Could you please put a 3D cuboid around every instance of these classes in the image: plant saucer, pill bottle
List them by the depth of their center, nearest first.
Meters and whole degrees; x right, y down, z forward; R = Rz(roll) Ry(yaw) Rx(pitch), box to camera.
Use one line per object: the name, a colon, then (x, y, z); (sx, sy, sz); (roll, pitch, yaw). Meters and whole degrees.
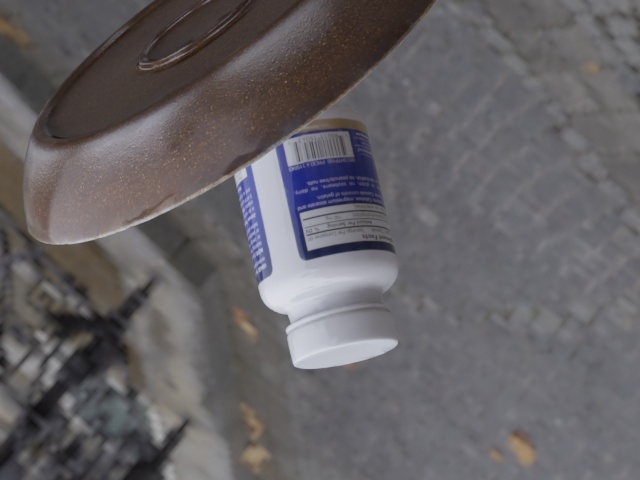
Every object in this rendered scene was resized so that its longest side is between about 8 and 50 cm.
plant saucer: (-0.062, -0.114, 1.132); (0.050, 0.310, 0.310); (54, 155, -20)
pill bottle: (0.000, 0.000, 1.470); (0.112, 0.112, 0.186); (130, 130, -68)
